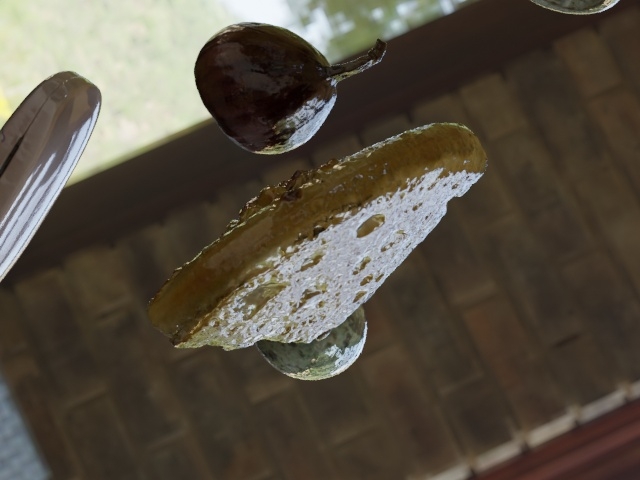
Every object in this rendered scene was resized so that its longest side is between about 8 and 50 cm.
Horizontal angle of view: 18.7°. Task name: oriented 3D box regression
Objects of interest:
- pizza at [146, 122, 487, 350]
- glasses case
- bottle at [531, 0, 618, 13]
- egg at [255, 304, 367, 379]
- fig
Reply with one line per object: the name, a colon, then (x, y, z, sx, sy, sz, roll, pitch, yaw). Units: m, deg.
pizza: (0.000, 0.000, 2.023, 0.114, 0.409, 0.278, 55, -15, 19)
glasses case: (-0.328, -0.048, 2.058, 0.075, 0.297, 0.113, 34, 9, 12)
bottle: (0.225, -0.304, 1.542, 0.104, 0.104, 0.245, 82, 27, -64)
egg: (-0.010, 0.098, 2.265, 0.132, 0.132, 0.172, 63, 9, 24)
fig: (-0.045, -0.169, 2.233, 0.202, 0.148, 0.149, 25, -42, 25)
